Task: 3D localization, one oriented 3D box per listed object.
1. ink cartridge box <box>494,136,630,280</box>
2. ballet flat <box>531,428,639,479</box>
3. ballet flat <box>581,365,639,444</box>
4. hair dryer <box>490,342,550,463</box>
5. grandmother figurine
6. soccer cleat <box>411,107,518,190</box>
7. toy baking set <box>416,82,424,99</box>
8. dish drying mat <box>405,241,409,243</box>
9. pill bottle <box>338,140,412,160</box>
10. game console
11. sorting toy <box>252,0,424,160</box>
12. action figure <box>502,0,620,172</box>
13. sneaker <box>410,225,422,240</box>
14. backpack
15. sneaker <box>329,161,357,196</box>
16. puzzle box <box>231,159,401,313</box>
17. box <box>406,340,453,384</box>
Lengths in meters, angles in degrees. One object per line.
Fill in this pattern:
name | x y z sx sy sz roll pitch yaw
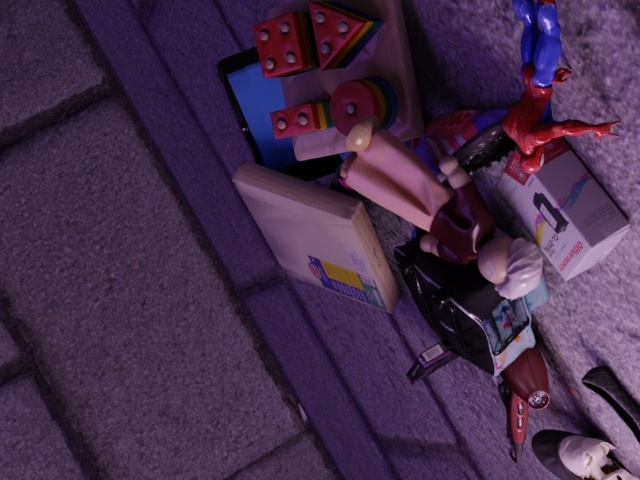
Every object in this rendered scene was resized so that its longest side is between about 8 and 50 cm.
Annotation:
ink cartridge box | 0.334 -0.048 1.627 0.175 0.072 0.127 55 162 17
ballet flat | 0.474 0.389 1.938 0.280 0.095 0.096 38 145 28
ballet flat | 0.469 0.271 1.804 0.173 0.049 0.057 53 163 21
hair dryer | 0.353 0.263 2.017 0.293 0.080 0.223 83 172 -77
grandmother figurine | 0.180 -0.035 1.708 0.342 0.104 0.208 39 160 20
soccer cleat | 0.209 -0.153 1.778 0.318 0.109 0.116 133 119 -71
toy baking set | 0.116 -0.240 2.007 0.197 0.030 0.256 44 157 43
dish drying mat | 0.191 0.040 2.292 0.083 0.008 0.032 65 162 -13
pill bottle | 0.052 -0.217 1.973 0.221 0.124 0.124 53 162 16
game console | -0.036 -0.234 2.211 0.250 0.173 0.293 23 141 64
sorting toy | 0.017 -0.266 1.847 0.256 0.089 0.257 -8 95 41
action figure | 0.300 -0.219 1.447 0.091 0.139 0.280 40 132 55
sneaker | 0.229 0.044 2.088 0.209 0.069 0.082 46 154 39
backpack | 0.250 0.088 1.881 0.225 0.191 0.253 43 163 40
sneaker | 0.064 -0.119 2.150 0.063 0.075 0.170 48 136 -6
puzzle box | 0.000 0.000 2.365 0.272 0.052 0.409 20 158 24
box | 0.234 0.226 2.291 0.029 0.116 0.162 57 163 16
